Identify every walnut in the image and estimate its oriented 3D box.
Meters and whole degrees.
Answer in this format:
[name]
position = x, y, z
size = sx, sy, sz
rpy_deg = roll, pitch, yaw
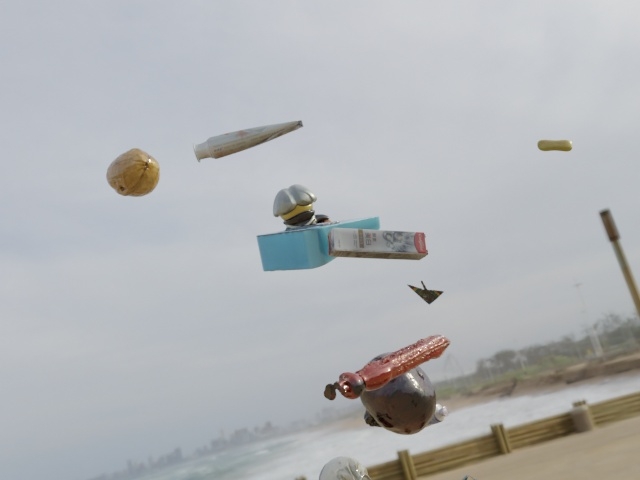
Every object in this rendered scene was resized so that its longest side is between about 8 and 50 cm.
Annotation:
[walnut]
position = -0.554, -0.194, 2.004
size = 0.180, 0.144, 0.144
rpy_deg = -12, -9, 39

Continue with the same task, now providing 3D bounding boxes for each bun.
[bun]
position = 0.084, 0.690, 1.894
size = 0.119, 0.173, 0.172
rpy_deg = -28, -20, 34

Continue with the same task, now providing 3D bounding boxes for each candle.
[candle]
position = 0.137, 0.228, 1.236
size = 0.329, 0.051, 0.048
rpy_deg = -14, -44, -45

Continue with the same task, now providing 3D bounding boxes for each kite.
[kite]
position = 0.311, 0.153, 1.975
size = 0.122, 0.090, 0.004
rpy_deg = 4, 37, 40

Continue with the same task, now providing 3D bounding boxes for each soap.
[soap]
position = 0.596, -0.241, 1.717
size = 0.089, 0.034, 0.012
rpy_deg = 0, -20, 0

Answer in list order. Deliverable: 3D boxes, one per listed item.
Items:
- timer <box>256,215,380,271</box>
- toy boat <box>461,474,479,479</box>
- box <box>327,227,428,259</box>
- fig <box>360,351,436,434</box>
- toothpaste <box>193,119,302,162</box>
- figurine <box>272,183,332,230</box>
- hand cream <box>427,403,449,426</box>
[timer]
position = 0.000, 0.000, 1.643
size = 0.249, 0.092, 0.231
rpy_deg = -17, 7, -42
[toy boat]
position = 0.469, 0.758, 1.968
size = 0.093, 0.103, 0.246
rpy_deg = -42, 1, -10
[box]
position = 0.124, 0.009, 1.463
size = 0.218, 0.055, 0.039
rpy_deg = 2, -22, -17
[fig]
position = 0.208, 0.428, 1.867
size = 0.214, 0.235, 0.235
rpy_deg = -22, -15, -1
[toothpaste]
position = -0.207, -0.297, 1.963
size = 0.323, 0.066, 0.100
rpy_deg = -15, -2, 1
[figurine]
position = -0.058, -0.074, 2.272
size = 0.176, 0.236, 0.133
rpy_deg = -25, 7, -11
[hand cream]
position = 0.339, 0.546, 2.110
size = 0.142, 0.084, 0.053
rpy_deg = -29, 5, 43
